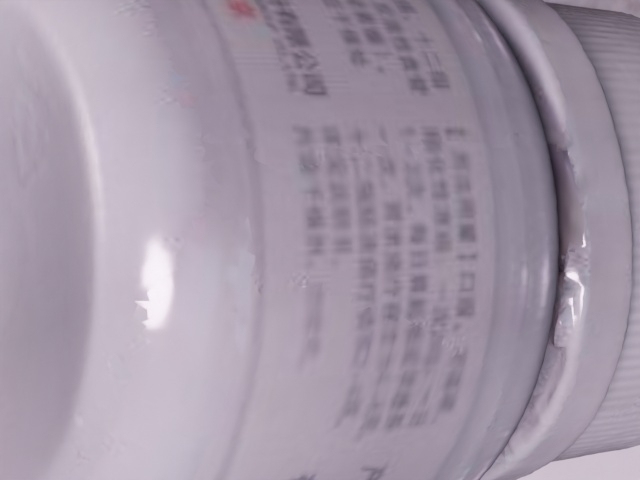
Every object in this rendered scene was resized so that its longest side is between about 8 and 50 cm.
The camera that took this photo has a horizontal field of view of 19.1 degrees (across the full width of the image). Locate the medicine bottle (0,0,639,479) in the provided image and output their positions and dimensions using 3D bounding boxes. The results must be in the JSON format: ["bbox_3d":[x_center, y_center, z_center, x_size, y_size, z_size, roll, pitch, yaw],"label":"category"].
[{"bbox_3d":[0.000,0.000,0.774,0.306,0.245,0.245,-1,108,-35],"label":"medicine bottle"}]
